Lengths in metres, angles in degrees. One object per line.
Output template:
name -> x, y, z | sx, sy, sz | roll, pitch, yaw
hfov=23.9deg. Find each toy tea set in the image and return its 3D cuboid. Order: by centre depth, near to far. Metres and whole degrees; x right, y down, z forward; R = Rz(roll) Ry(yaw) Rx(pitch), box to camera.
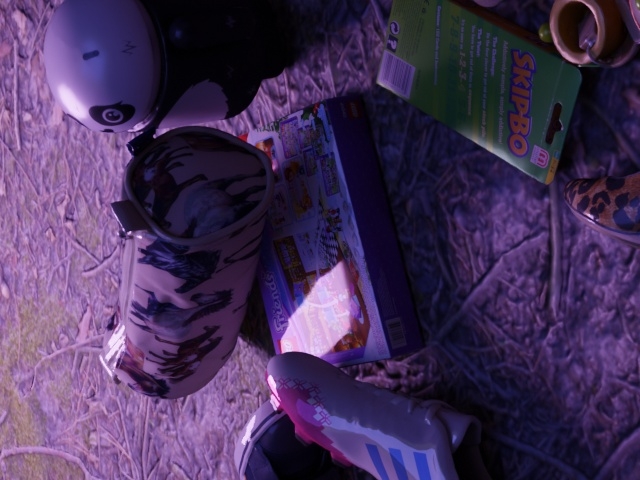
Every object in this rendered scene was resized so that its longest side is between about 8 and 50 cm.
toy tea set -> 0.237, -0.241, 1.307 | 0.336, 0.124, 0.200 | -13, 93, 56

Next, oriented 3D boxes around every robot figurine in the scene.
robot figurine -> -0.174, -0.208, 1.701 | 0.173, 0.278, 0.209 | 48, 132, 31

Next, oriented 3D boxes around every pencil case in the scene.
pencil case -> -0.169, 0.038, 1.761 | 0.410, 0.183, 0.160 | 108, 145, -56

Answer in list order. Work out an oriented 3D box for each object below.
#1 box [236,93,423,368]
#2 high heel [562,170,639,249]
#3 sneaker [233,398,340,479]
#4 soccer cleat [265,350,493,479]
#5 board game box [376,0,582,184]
box -> 0.000, 0.000, 1.721 | 0.201, 0.057, 0.293 | -16, 87, 50
high heel -> 0.323, -0.075, 1.325 | 0.261, 0.093, 0.186 | 28, 98, 57
sneaker -> -0.034, 0.313, 1.793 | 0.127, 0.126, 0.321 | 52, 145, 34
soccer cleat -> 0.089, 0.204, 1.618 | 0.331, 0.116, 0.143 | 41, 114, 18
board game box -> 0.159, -0.164, 1.507 | 0.259, 0.039, 0.124 | 38, 127, 41
